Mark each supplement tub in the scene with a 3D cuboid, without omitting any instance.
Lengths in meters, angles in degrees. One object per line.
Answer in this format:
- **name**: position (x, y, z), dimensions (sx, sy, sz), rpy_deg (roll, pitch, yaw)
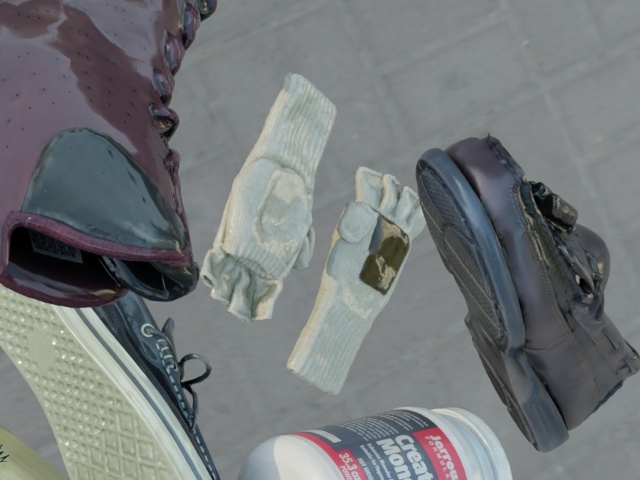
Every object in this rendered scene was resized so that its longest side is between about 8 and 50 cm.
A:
- **supplement tub**: position (0.060, 0.288, 1.807), dimensions (0.272, 0.191, 0.191), rpy_deg (-8, 87, -39)

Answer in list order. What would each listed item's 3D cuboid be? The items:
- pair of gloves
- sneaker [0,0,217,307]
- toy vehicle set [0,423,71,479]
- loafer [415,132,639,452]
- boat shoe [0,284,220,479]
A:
- **pair of gloves**: position (0.000, 0.000, 1.380), dimensions (0.240, 0.042, 0.204), rpy_deg (47, 61, -45)
- **sneaker**: position (-0.083, -0.058, 0.682), dimensions (0.162, 0.106, 0.281), rpy_deg (54, 42, -2)
- **toy vehicle set**: position (-0.235, 0.154, 0.927), dimensions (0.267, 0.166, 0.035), rpy_deg (37, 30, 6)
- **loafer**: position (0.130, 0.022, 0.965), dimensions (0.095, 0.302, 0.109), rpy_deg (-29, 56, -3)
- **boat shoe**: position (-0.210, 0.154, 1.760), dimensions (0.156, 0.187, 0.500), rpy_deg (-18, 69, -47)
